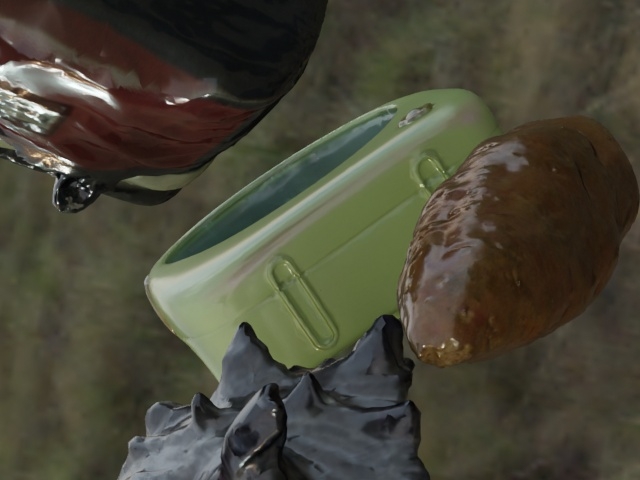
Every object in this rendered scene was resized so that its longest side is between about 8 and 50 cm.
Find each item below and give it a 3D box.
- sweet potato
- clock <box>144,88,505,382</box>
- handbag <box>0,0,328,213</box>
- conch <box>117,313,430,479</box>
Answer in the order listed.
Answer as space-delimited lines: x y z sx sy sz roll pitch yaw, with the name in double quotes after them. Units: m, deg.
0.091 0.001 0.837 0.251 0.097 0.097 -40 -29 -66 "sweet potato"
0.000 0.000 1.460 0.286 0.117 0.348 -35 9 -9 "clock"
-0.138 -0.123 0.938 0.181 0.254 0.181 -38 36 52 "handbag"
-0.019 0.182 0.830 0.240 0.186 0.313 37 122 41 "conch"
